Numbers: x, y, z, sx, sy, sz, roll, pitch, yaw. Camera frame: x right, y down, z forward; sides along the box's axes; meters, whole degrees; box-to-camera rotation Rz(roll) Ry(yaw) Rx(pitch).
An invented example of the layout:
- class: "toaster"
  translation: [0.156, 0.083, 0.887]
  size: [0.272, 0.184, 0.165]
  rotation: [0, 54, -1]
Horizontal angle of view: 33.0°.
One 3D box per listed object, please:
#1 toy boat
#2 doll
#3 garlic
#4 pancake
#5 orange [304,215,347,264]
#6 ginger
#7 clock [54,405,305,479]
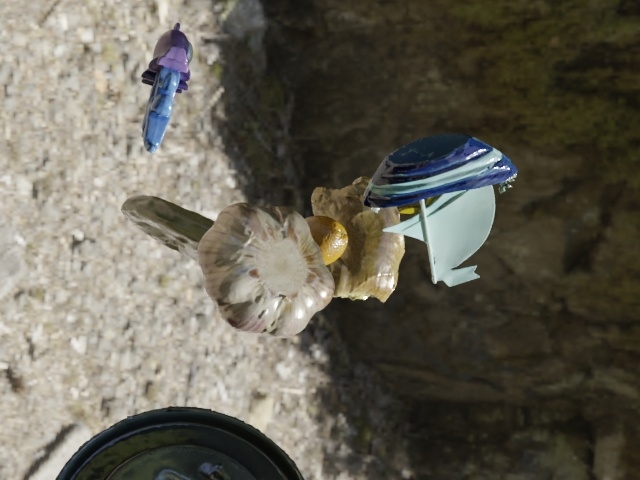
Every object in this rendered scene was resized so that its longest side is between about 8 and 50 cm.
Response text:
- class: "toy boat"
  translation: [0.183, -0.023, 1.567]
  size: [0.067, 0.220, 0.291]
  rotation: [-101, 176, -48]
- class: "doll"
  translation: [-0.214, -0.209, 1.477]
  size: [0.067, 0.110, 0.206]
  rotation: [17, 69, -19]
- class: "garlic"
  translation: [-0.063, 0.033, 1.190]
  size: [0.159, 0.102, 0.147]
  rotation: [35, 67, -21]
- class: "pancake"
  translation: [-0.161, 0.007, 1.607]
  size: [0.294, 0.294, 0.049]
  rotation: [37, 76, -57]
- class: "orange"
  translation: [0.000, 0.000, 1.623]
  size: [0.085, 0.085, 0.085]
  rotation: [-10, 101, -61]
- class: "ginger"
  translation: [0.067, 0.008, 2.217]
  size: [0.221, 0.130, 0.275]
  rotation: [-33, 96, -15]
- class: "clock"
  translation: [-0.161, 0.346, 1.247]
  size: [0.066, 0.319, 0.319]
  rotation: [105, 9, -53]
